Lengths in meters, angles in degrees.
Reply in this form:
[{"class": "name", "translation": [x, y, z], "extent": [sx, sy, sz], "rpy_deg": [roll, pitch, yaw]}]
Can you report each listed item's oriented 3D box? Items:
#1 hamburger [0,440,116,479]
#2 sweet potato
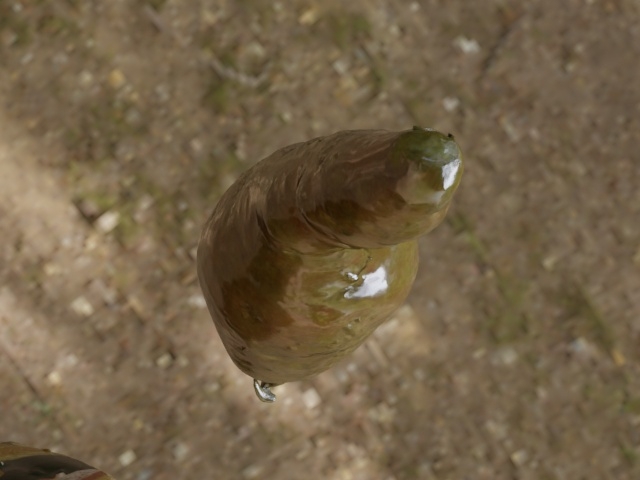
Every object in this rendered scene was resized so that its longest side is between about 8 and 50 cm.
[{"class": "hamburger", "translation": [-0.169, 0.148, 0.725], "extent": [0.231, 0.231, 0.107], "rpy_deg": [-44, 138, -56]}, {"class": "sweet potato", "translation": [0.000, -0.002, 0.657], "extent": [0.075, 0.269, 0.075], "rpy_deg": [3, 73, -10]}]
